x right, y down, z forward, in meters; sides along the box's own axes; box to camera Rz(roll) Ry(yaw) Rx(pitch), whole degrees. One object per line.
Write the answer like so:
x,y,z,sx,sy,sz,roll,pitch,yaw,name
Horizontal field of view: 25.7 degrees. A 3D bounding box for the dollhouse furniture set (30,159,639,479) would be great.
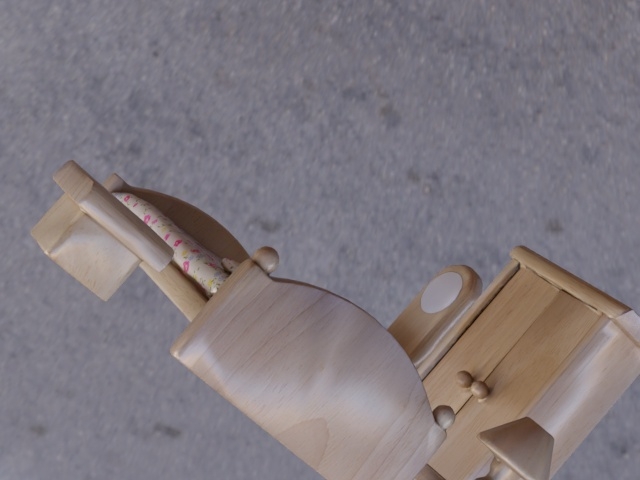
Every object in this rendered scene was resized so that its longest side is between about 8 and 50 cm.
0.000,0.000,0.759,0.174,0.303,0.355,-49,120,-3,dollhouse furniture set
